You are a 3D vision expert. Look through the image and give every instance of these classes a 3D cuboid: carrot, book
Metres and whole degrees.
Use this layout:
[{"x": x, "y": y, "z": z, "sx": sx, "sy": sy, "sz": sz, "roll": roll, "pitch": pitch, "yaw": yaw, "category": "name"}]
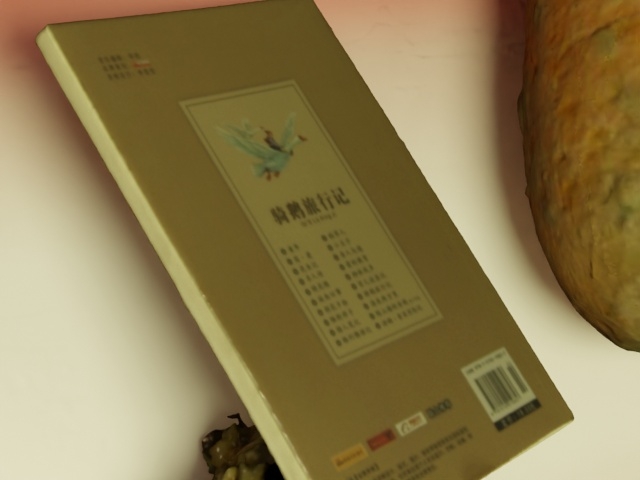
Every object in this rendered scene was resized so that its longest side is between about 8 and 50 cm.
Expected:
[{"x": 0.230, "y": -0.105, "z": 0.832, "sx": 0.224, "sy": 0.224, "sz": 0.340, "roll": -1, "pitch": 78, "yaw": -22, "category": "carrot"}, {"x": 0.000, "y": 0.000, "z": 0.746, "sx": 0.217, "sy": 0.021, "sz": 0.310, "roll": -18, "pitch": 72, "yaw": -48, "category": "book"}]

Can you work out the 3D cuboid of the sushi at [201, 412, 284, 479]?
[{"x": -0.043, "y": 0.193, "z": 0.704, "sx": 0.115, "sy": 0.147, "sz": 0.212, "roll": 36, "pitch": 72, "yaw": -12, "category": "sushi"}]
